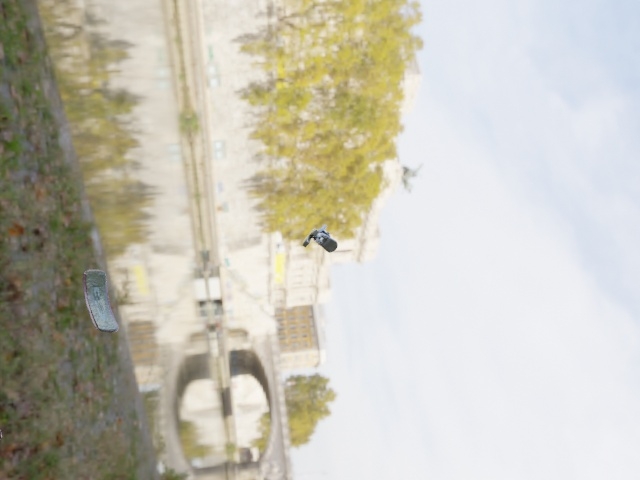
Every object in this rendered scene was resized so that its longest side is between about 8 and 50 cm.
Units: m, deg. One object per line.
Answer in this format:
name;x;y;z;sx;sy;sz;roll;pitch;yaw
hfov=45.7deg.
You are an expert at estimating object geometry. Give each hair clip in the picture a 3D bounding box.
hair clip;0.001;-0.001;1.064;0.030;0.039;0.115;-55;172;7
hair clip;-0.436;0.122;1.504;0.022;0.054;0.137;-35;-115;32

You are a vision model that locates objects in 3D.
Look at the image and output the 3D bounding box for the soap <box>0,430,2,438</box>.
soap;-0.790;0.368;1.603;0.250;0.099;0.162;49;-54;16
